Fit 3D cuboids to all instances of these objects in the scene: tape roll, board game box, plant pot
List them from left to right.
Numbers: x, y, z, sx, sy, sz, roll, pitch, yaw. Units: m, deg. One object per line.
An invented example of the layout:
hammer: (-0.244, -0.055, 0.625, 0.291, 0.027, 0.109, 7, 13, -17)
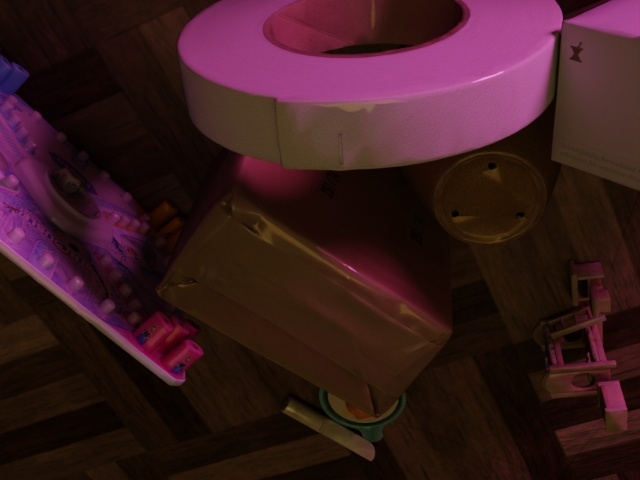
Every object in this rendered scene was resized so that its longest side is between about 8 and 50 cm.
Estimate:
board game box: (-0.290, -0.053, 1.029, 0.050, 0.390, 0.390, -42, 113, 9)
tape roll: (0.047, -0.193, 0.894, 0.392, 0.392, 0.072, -2, 123, 6)
plant pot: (0.186, -0.110, 1.019, 0.237, 0.254, 0.237, 2, 125, 3)

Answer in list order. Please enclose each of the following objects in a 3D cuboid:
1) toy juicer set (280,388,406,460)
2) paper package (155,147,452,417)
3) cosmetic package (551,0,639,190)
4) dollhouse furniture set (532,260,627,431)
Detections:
toy juicer set: (0.029, 0.230, 1.357, 0.209, 0.089, 0.329, 15, 124, -5)
paper package: (0.000, 0.000, 1.065, 0.309, 0.325, 0.168, 32, 120, -15)
cosmetic package: (0.415, -0.180, 0.867, 0.197, 0.366, 0.155, 29, 136, 40)
dollhouse furniture set: (0.354, 0.145, 1.214, 0.101, 0.182, 0.161, -7, 123, 10)
